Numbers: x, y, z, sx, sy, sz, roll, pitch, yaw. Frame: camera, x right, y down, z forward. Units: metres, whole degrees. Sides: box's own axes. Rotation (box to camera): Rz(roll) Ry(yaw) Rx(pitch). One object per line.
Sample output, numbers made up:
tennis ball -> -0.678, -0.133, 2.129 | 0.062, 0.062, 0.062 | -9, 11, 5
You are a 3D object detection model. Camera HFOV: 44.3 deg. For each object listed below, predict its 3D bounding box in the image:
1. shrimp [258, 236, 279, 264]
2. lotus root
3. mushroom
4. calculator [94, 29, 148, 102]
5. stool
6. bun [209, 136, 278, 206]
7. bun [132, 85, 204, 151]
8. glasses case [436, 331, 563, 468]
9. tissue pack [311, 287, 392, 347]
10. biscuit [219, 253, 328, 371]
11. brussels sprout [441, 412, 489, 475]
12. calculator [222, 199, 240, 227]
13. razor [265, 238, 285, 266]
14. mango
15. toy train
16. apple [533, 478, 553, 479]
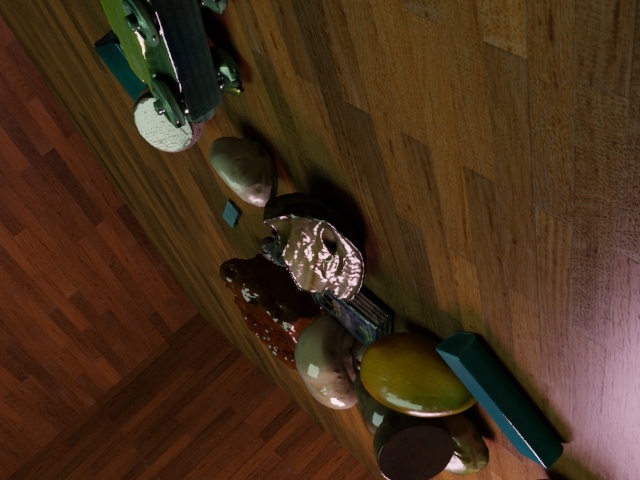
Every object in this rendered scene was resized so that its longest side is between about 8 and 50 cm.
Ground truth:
shrimp -> -0.099, 0.043, 2.104 | 0.190, 0.075, 0.073 | 24, 120, 33
lotus root -> -0.001, -0.005, 1.661 | 0.210, 0.142, 0.314 | 6, 148, 6
mushroom -> 0.068, 0.308, 2.038 | 0.234, 0.254, 0.260 | -9, 173, 29
calculator -> -0.455, -0.410, 1.990 | 0.274, 0.058, 0.248 | 55, 163, -21
stool -> 0.190, 0.414, 1.853 | 0.179, 0.179, 0.264 | 58, -174, -31
bun -> -0.155, -0.164, 1.716 | 0.183, 0.102, 0.183 | 45, -169, -11
bun -> -0.351, -0.301, 1.861 | 0.173, 0.120, 0.173 | 12, 130, 14
glasses case -> 0.360, 0.314, 1.571 | 0.301, 0.070, 0.117 | 49, 169, -11
tissue pack -> 0.072, 0.157, 1.916 | 0.235, 0.073, 0.173 | 41, 161, 22
biscuit -> -0.107, 0.228, 2.359 | 0.343, 0.166, 0.395 | 39, 160, 34
brussels sprout -> 0.326, 0.496, 1.918 | 0.161, 0.144, 0.180 | 40, 156, 57
calculator -> -0.263, -0.077, 2.324 | 0.057, 0.018, 0.172 | 46, 163, 2
razor -> -0.086, -0.033, 1.794 | 0.068, 0.106, 0.232 | 41, 167, 21
mango -> 0.209, 0.294, 1.720 | 0.317, 0.176, 0.119 | 14, 166, 36
toy train -> -0.286, -0.398, 1.419 | 0.272, 0.179, 0.442 | 50, 165, 21
apple -> 0.491, 0.627, 1.720 | 0.164, 0.209, 0.209 | 29, 155, 37
